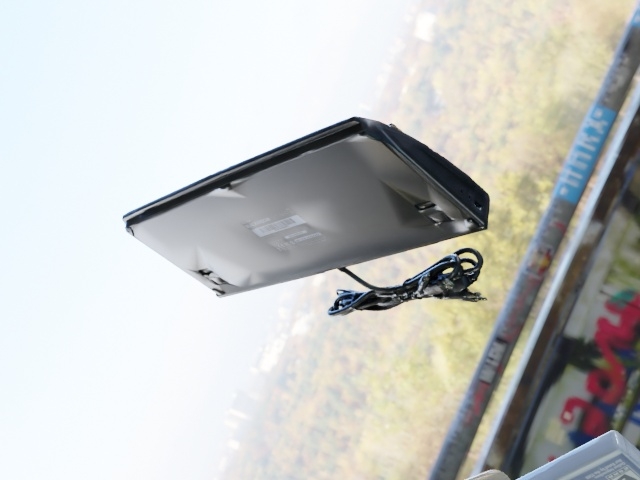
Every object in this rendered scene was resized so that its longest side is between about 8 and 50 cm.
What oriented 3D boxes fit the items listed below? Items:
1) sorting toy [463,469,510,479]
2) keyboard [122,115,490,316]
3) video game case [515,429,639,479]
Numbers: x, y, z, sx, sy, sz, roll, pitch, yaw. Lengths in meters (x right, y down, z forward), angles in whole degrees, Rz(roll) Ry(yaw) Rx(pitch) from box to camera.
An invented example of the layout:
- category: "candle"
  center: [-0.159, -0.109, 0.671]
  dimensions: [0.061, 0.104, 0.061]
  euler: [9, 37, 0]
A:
- category: "sorting toy"
  center: [0.132, 0.342, 0.947]
  dimensions: [0.047, 0.347, 0.196]
  euler: [0, 100, 58]
- category: "keyboard"
  center: [0.000, 0.000, 0.751]
  dimensions: [0.317, 0.201, 0.033]
  euler: [-15, 45, 48]
- category: "video game case"
  center: [0.200, 0.245, 0.775]
  dimensions: [0.201, 0.183, 0.023]
  euler: [-37, 29, 26]
